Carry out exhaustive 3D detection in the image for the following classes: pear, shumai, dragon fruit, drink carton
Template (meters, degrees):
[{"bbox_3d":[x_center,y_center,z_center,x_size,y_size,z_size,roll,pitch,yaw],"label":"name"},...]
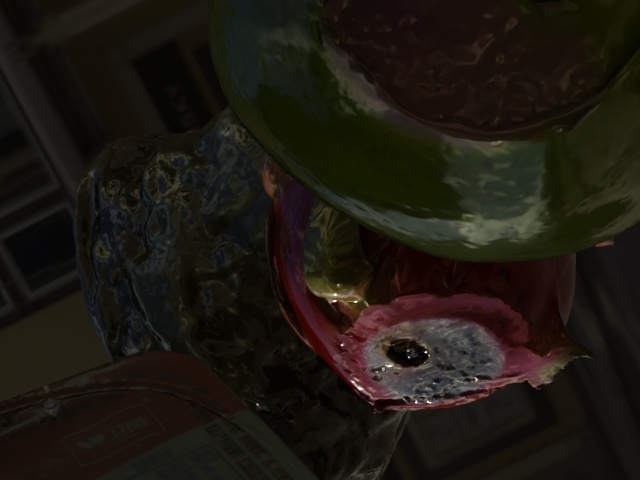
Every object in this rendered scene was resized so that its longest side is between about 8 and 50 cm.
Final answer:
[{"bbox_3d":[0.057,-0.082,0.470,0.188,0.187,0.219,64,-174,4],"label":"pear"},{"bbox_3d":[0.000,0.000,1.131,0.324,0.323,0.398,15,-137,-43],"label":"shumai"},{"bbox_3d":[0.068,-0.012,0.837,0.224,0.224,0.227,60,-164,-53],"label":"dragon fruit"},{"bbox_3d":[-0.092,0.184,0.516,0.191,0.185,0.190,36,131,44],"label":"drink carton"}]
